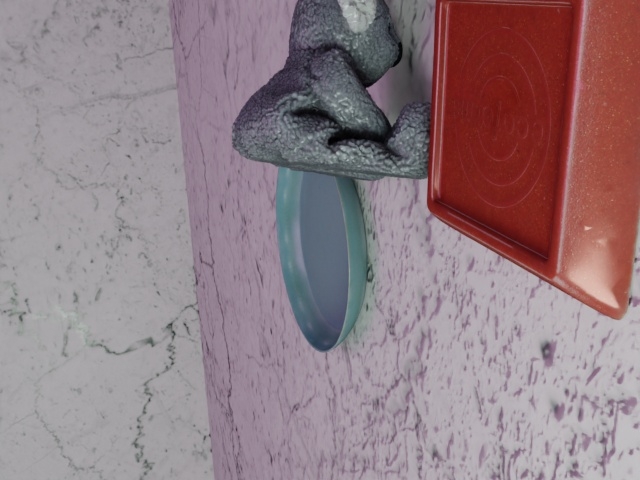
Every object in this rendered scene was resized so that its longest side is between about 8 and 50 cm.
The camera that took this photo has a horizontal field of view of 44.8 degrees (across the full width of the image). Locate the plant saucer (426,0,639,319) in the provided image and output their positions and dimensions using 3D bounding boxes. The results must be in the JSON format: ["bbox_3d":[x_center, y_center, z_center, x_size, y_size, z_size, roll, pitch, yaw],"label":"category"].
[{"bbox_3d":[0.155,-0.097,0.622,0.258,0.048,0.259,-138,45,-63],"label":"plant saucer"}]

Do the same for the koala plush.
[{"bbox_3d":[0.016,-0.183,0.816,0.196,0.203,0.221,-169,85,-70],"label":"koala plush"}]

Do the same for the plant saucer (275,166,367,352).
[{"bbox_3d":[0.000,0.000,1.112,0.317,0.044,0.317,174,90,-71],"label":"plant saucer"}]
